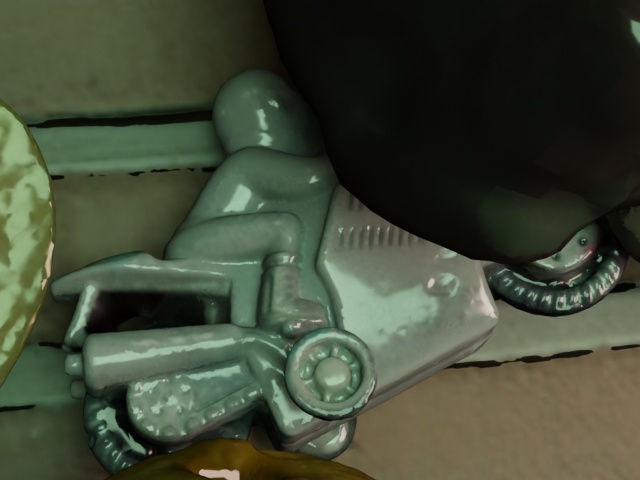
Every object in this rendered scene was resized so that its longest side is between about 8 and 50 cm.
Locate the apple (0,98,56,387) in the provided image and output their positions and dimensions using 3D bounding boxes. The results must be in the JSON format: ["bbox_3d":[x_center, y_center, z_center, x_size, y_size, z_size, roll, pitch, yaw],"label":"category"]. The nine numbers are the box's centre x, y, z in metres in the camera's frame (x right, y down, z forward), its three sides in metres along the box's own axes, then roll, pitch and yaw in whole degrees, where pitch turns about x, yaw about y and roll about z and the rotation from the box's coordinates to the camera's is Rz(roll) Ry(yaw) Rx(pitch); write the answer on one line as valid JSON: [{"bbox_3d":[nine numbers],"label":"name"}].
[{"bbox_3d":[-0.260,-0.035,0.707,0.257,0.233,0.295,-37,137,-9],"label":"apple"}]

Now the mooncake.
[{"bbox_3d":[0.164,-0.152,0.825,0.381,0.212,0.351,-10,69,-37],"label":"mooncake"}]

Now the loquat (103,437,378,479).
[{"bbox_3d":[-0.032,0.194,0.779,0.238,0.193,0.238,-7,103,-32],"label":"loquat"}]

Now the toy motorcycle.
[{"bbox_3d":[0.000,0.000,0.865,0.260,0.110,0.171,-24,75,-10],"label":"toy motorcycle"}]
